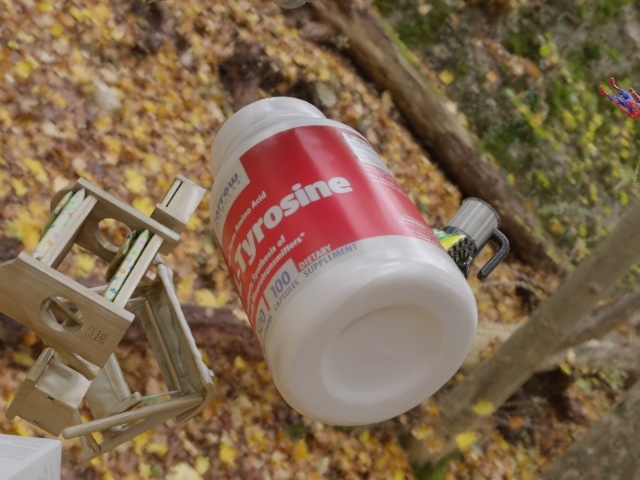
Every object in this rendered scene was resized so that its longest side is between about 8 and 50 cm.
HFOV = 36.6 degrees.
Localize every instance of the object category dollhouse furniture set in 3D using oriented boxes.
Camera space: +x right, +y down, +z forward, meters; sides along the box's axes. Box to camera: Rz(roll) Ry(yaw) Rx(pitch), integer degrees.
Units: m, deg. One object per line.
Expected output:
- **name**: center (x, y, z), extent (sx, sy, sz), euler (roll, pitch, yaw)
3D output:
- **dollhouse furniture set**: center (-0.196, 0.033, 0.786), extent (0.101, 0.161, 0.182), euler (31, 35, -8)

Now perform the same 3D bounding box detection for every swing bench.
- **swing bench**: center (-0.333, 0.198, 1.641), extent (0.165, 0.255, 0.253), euler (92, -25, -63)

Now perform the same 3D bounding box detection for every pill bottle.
- **pill bottle**: center (0.000, 0.000, 1.138), extent (0.229, 0.229, 0.407), euler (43, 12, -40)

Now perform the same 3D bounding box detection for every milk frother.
- **milk frother**: center (0.264, 0.017, 1.810), extent (0.129, 0.134, 0.143), euler (47, -26, -7)

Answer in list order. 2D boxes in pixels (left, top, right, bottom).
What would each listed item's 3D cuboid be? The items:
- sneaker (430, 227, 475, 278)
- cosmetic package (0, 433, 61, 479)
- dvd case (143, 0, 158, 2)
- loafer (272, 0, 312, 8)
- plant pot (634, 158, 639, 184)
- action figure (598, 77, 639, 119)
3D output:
- **sneaker**: center (0.107, 0.070, 1.550), extent (0.146, 0.134, 0.344), euler (18, 27, 31)
- **cosmetic package**: center (-0.453, 0.331, 1.088), extent (0.197, 0.155, 0.365), euler (4, 5, 9)
- **dvd case**: center (-0.090, -0.320, 1.078), extent (0.221, 0.165, 0.018), euler (-19, -92, 61)
- **loafer**: center (0.062, -0.415, 1.278), extent (0.112, 0.320, 0.111), euler (70, 1, -73)
- **plant pot**: center (0.559, -0.111, 1.547), extent (0.079, 0.083, 0.083), euler (24, 5, -5)
- **action figure**: center (0.507, -0.231, 1.603), extent (0.115, 0.038, 0.030), euler (56, -1, 45)
